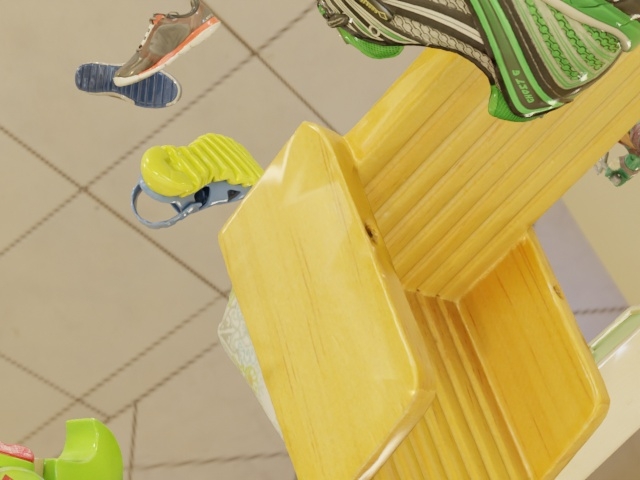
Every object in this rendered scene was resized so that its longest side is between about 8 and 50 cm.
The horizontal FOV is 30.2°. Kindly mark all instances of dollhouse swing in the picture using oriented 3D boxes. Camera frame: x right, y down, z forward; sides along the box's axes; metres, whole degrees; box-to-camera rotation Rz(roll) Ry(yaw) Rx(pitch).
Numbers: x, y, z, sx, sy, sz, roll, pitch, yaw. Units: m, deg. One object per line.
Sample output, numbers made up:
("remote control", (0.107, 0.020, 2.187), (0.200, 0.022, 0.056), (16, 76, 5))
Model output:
("dollhouse swing", (0.159, 0.022, 0.906), (0.305, 0.315, 0.347), (-32, 154, 24))

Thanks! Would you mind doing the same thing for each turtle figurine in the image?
("turtle figurine", (0.336, -0.122, 1.337), (0.175, 0.234, 0.118), (26, 106, -34))

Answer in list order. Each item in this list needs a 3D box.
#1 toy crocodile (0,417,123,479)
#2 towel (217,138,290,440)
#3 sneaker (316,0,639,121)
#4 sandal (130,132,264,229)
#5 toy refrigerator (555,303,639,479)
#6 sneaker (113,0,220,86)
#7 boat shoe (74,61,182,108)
("toy crocodile", (-0.291, 0.165, 0.792), (0.340, 0.105, 0.115), (9, 164, -32))
("towel", (-0.003, 0.083, 1.586), (0.090, 0.320, 0.374), (4, 121, -32))
("sneaker", (0.019, -0.177, 0.628), (0.343, 0.134, 0.146), (32, 118, -9))
("sandal", (-0.217, -0.097, 2.038), (0.317, 0.126, 0.138), (-10, 144, -54))
("toy refrigerator", (0.312, 0.176, 1.350), (0.269, 0.094, 0.102), (-37, -178, -19))
("sneaker", (-0.208, -0.258, 1.529), (0.158, 0.061, 0.065), (-36, 102, -9))
("boat shoe", (-0.283, -0.242, 1.818), (0.066, 0.183, 0.066), (-6, 110, -66))
